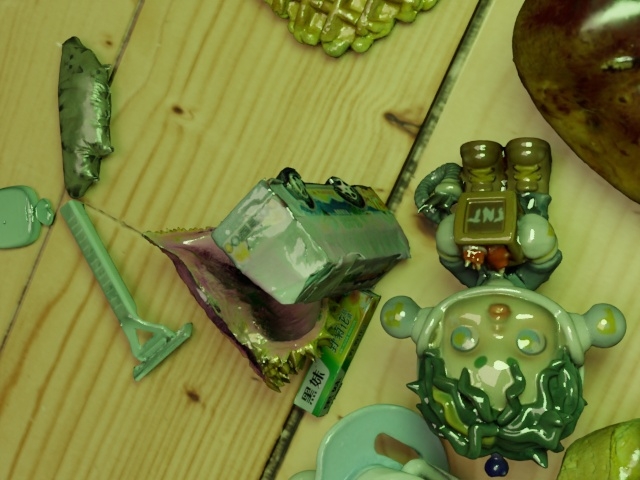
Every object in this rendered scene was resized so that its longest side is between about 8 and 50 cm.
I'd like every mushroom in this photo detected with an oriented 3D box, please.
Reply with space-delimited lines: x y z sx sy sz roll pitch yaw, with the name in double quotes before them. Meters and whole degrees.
"mushroom" 0.383 -0.209 1.107 0.345 0.259 0.345 0 99 -2

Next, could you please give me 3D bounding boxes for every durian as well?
"durian" -0.075 0.072 1.317 0.186 0.154 0.260 -31 62 2

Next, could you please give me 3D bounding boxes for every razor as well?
"razor" -0.298 0.057 1.458 0.111 0.056 0.278 -41 74 19

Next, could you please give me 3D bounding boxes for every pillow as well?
"pillow" -0.339 -0.183 1.483 0.093 0.051 0.241 -5 85 23

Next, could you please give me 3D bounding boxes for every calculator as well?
"calculator" -0.472 -0.035 1.554 0.153 0.021 0.095 -8 86 27

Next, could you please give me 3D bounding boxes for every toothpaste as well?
"toothpaste" 0.022 0.142 1.327 0.043 0.037 0.178 28 100 20

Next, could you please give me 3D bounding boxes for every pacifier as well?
"pacifier" 0.038 0.346 1.255 0.233 0.244 0.299 6 65 54

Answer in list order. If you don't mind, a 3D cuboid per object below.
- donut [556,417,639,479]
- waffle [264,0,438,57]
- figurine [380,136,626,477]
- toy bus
"donut" 0.350 0.325 1.090 0.128 0.208 0.261 -19 68 35
"waffle" 0.036 -0.392 1.316 0.281 0.058 0.301 -44 75 14
"figurine" 0.206 0.068 1.144 0.261 0.186 0.382 -4 71 27
"toy bus" 0.000 0.000 1.187 0.112 0.317 0.138 -46 76 18
